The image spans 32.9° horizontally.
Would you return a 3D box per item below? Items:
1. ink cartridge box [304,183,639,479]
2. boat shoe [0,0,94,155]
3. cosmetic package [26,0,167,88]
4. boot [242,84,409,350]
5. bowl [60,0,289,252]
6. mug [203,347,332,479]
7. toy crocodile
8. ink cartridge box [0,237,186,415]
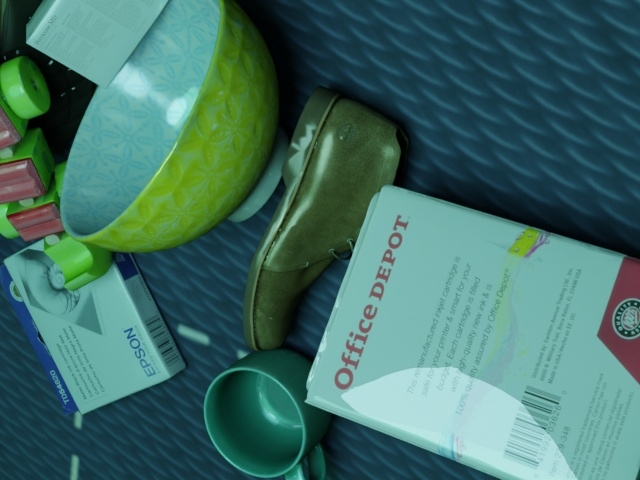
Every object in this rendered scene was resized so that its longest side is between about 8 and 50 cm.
[{"bbox_3d":[0.172,0.101,1.013,0.306,0.131,0.226,19,86,23],"label":"ink cartridge box"},{"bbox_3d":[-0.324,-0.242,1.230,0.120,0.123,0.324,54,137,41],"label":"boat shoe"},{"bbox_3d":[-0.200,-0.283,1.122,0.099,0.060,0.239,30,110,-31],"label":"cosmetic package"},{"bbox_3d":[0.000,0.000,1.136,0.115,0.112,0.305,22,115,5],"label":"boot"},{"bbox_3d":[-0.126,-0.102,1.115,0.156,0.289,0.289,28,126,-30],"label":"bowl"},{"bbox_3d":[-0.051,0.199,1.220,0.129,0.097,0.157,6,108,25],"label":"mug"},{"bbox_3d":[-0.334,-0.089,1.181,0.115,0.105,0.340,-16,125,8],"label":"toy crocodile"},{"bbox_3d":[-0.303,0.100,1.350,0.224,0.045,0.223,-25,93,31],"label":"ink cartridge box"}]
